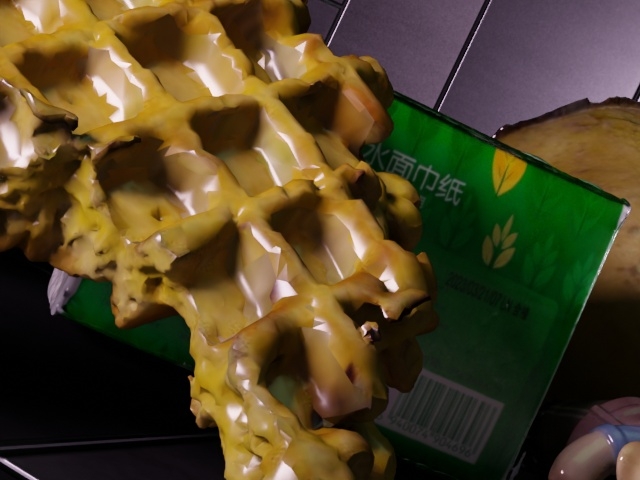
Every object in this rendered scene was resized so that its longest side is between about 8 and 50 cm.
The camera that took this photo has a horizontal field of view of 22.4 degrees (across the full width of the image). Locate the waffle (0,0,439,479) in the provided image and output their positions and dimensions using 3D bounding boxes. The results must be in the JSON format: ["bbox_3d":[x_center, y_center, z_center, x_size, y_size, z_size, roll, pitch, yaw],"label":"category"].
[{"bbox_3d":[-0.084,-0.042,0.523,0.293,0.069,0.259,24,39,-13],"label":"waffle"}]

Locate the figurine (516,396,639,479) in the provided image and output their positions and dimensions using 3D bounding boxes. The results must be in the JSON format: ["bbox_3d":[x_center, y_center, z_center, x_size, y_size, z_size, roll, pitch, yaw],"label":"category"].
[{"bbox_3d":[0.148,0.108,0.655,0.196,0.108,0.114,8,-51,57],"label":"figurine"}]

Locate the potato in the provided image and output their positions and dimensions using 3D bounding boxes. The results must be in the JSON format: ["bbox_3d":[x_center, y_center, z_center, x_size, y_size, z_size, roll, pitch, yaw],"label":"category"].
[{"bbox_3d":[0.188,0.055,0.947,0.229,0.229,0.266,23,20,-26],"label":"potato"}]

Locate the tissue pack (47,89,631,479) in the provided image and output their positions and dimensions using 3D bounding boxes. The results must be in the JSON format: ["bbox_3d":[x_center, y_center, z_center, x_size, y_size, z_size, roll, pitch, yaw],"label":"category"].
[{"bbox_3d":[0.000,-0.002,0.732,0.209,0.148,0.156,24,2,-13],"label":"tissue pack"}]

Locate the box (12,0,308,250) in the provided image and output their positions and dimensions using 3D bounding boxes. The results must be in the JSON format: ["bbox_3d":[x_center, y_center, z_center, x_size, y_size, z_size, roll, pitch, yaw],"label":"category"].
[{"bbox_3d":[-0.136,-0.098,0.774,0.089,0.197,0.313,27,5,25],"label":"box"}]
